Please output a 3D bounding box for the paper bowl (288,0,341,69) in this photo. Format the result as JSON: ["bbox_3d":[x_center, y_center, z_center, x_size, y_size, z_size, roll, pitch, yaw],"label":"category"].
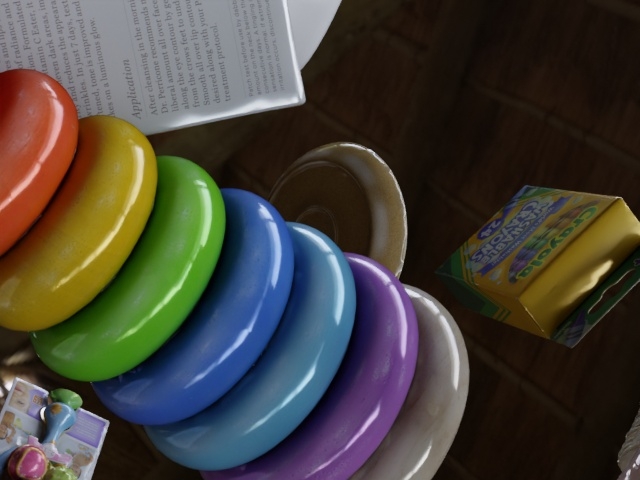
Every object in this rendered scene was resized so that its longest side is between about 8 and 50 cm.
[{"bbox_3d":[-0.055,-0.291,1.158,0.148,0.284,0.284,23,-127,-12],"label":"paper bowl"}]

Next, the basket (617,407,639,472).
[{"bbox_3d":[0.542,0.238,1.139,0.331,0.266,0.328,-42,-103,28],"label":"basket"}]

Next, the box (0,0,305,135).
[{"bbox_3d":[-0.111,-0.096,0.531,0.171,0.091,0.130,-13,-168,-14],"label":"box"}]

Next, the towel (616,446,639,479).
[{"bbox_3d":[0.268,0.150,0.410,0.053,0.331,0.317,-14,-134,-40],"label":"towel"}]

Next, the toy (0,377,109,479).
[{"bbox_3d":[-0.333,0.274,1.277,0.056,0.137,0.237,-45,-156,35],"label":"toy"}]

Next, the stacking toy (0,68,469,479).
[{"bbox_3d":[-0.085,0.002,0.450,0.141,0.330,0.141,-33,-145,27],"label":"stacking toy"}]

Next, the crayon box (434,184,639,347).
[{"bbox_3d":[0.316,0.025,1.506,0.203,0.083,0.323,-43,-163,-9],"label":"crayon box"}]

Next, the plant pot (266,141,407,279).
[{"bbox_3d":[0.000,0.000,1.231,0.236,0.032,0.236,-9,-103,44],"label":"plant pot"}]
